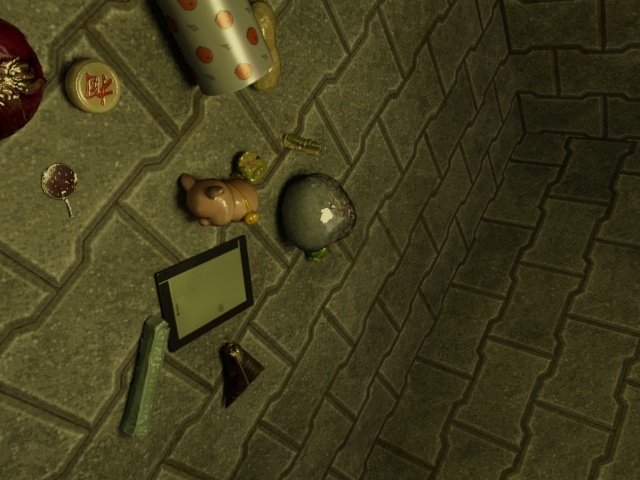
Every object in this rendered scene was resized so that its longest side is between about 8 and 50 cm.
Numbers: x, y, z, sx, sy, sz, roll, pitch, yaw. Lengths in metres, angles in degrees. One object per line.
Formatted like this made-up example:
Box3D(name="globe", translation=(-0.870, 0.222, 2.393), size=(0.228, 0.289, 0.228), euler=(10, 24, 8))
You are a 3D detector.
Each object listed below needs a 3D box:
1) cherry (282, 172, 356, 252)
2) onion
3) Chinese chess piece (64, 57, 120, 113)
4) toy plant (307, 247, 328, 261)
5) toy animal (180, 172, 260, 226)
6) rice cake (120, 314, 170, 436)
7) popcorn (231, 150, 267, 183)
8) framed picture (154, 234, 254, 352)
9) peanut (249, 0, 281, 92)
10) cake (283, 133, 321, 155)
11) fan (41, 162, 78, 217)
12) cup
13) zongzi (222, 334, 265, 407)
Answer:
Box3D(name="cherry", translation=(-0.008, -0.087, 1.816), size=(0.255, 0.218, 0.296), euler=(-24, 102, -7))
Box3D(name="onion", translation=(-0.637, -0.294, 0.959), size=(0.247, 0.190, 0.246), euler=(-11, 111, -29))
Box3D(name="Chinese chess piece", translation=(-0.517, -0.351, 1.206), size=(0.122, 0.051, 0.121), euler=(-21, 117, -48))
Box3D(name="toy plant", translation=(0.000, 0.000, 1.965), size=(0.093, 0.093, 0.162), euler=(25, 81, -53))
Box3D(name="toy animal", translation=(-0.271, -0.111, 1.524), size=(0.248, 0.165, 0.149), euler=(2, 95, -59))
Box3D(name="rice cake", translation=(-0.484, 0.376, 1.479), size=(0.063, 0.066, 0.335), euler=(13, 90, -53))
Box3D(name="popcorn", translation=(-0.215, -0.223, 1.622), size=(0.097, 0.089, 0.109), euler=(48, 46, -8))
Box3D(name="framed picture", translation=(-0.343, 0.156, 1.633), size=(0.347, 0.016, 0.264), euler=(-29, 124, -45))
Box3D(name="peanut", translation=(-0.179, -0.554, 1.532), size=(0.124, 0.124, 0.256), euler=(-34, 131, -42))
Box3D(name="cake", translation=(-0.053, -0.316, 1.762), size=(0.055, 0.140, 0.051), euler=(-12, 120, -66))
Box3D(name="fan", translation=(-0.593, -0.113, 1.224), size=(0.085, 0.005, 0.133), euler=(-34, 126, -43))
Box3D(name="cup", translation=(-0.273, -0.555, 1.324), size=(0.212, 0.213, 0.317), euler=(-51, 136, -29))
Box3D(name="zongzi", translation=(-0.298, 0.439, 1.742), size=(0.184, 0.084, 0.187), euler=(-49, 130, -17))
